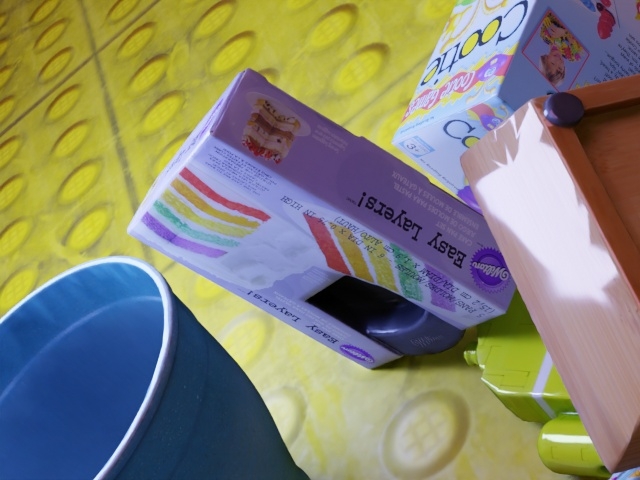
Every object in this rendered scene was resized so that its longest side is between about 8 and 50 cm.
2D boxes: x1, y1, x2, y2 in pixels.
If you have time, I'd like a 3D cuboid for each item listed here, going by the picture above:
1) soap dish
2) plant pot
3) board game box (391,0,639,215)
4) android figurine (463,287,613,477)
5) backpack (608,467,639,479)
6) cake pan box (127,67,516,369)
[{"bbox_3d":[0.261,-0.009,0.715,0.291,0.118,0.229,-14,59,-11],"label":"soap dish"},{"bbox_3d":[-0.140,0.196,0.938,0.271,0.255,0.271,-28,37,23],"label":"plant pot"},{"bbox_3d":[0.200,-0.169,1.049,0.142,0.144,0.275,-20,38,54],"label":"board game box"},{"bbox_3d":[0.226,0.060,0.881,0.273,0.056,0.248,-5,50,42],"label":"android figurine"},{"bbox_3d":[0.205,0.197,0.689,0.182,0.152,0.115,-45,29,-11],"label":"backpack"},{"bbox_3d":[0.000,0.000,0.945,0.070,0.267,0.246,-65,15,-23],"label":"cake pan box"}]
